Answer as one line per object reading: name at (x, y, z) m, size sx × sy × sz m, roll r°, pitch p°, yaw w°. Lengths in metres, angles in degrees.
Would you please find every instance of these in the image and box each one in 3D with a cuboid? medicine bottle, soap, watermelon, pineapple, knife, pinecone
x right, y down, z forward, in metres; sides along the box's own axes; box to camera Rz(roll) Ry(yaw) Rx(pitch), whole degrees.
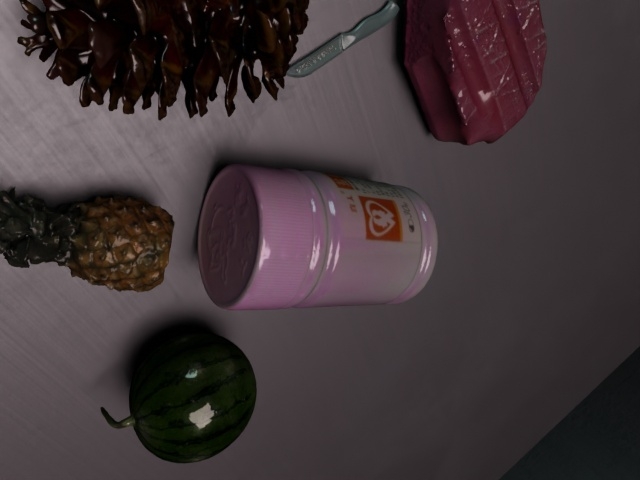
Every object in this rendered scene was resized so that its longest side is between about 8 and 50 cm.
medicine bottle at (0.000, 0.000, 0.777) m, size 0.315 × 0.202 × 0.202 m, roll 3°, pitch 113°, yaw -37°
soap at (0.247, -0.305, 0.827) m, size 0.220 × 0.127 × 0.325 m, roll -44°, pitch 133°, yaw -5°
watermelon at (-0.202, 0.237, 0.781) m, size 0.214 × 0.188 × 0.188 m, roll -13°, pitch 122°, yaw -37°
pineapple at (-0.306, -0.009, 0.620) m, size 0.248 × 0.128 × 0.128 m, roll 12°, pitch 108°, yaw -32°
knife at (0.033, -0.290, 0.760) m, size 0.210 × 0.015 × 0.028 m, roll -37°, pitch 138°, yaw -11°
pinecone at (-0.155, -0.238, 0.530) m, size 0.292 × 0.246 × 0.246 m, roll -16°, pitch 125°, yaw -8°
